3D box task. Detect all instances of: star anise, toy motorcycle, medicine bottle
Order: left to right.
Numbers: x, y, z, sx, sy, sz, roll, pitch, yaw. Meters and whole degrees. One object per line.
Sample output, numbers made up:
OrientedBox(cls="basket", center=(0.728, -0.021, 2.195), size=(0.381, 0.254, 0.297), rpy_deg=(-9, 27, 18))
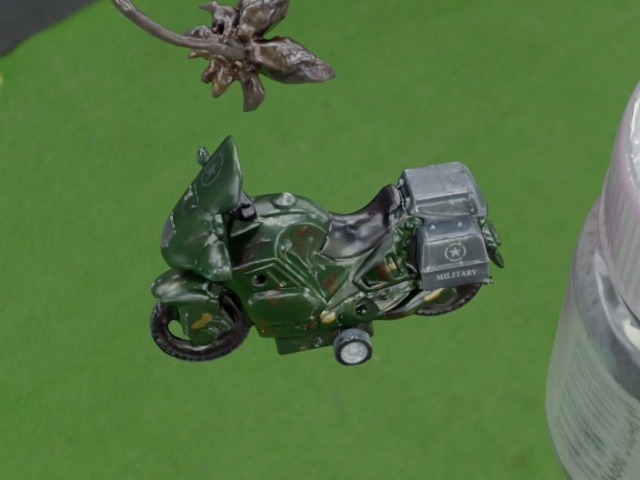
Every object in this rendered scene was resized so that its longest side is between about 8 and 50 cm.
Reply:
OrientedBox(cls="star anise", center=(-0.079, -0.194, 1.466), size=(0.218, 0.227, 0.148), rpy_deg=(15, 92, -4))
OrientedBox(cls="toy motorcycle", center=(0.000, 0.000, 1.264), size=(0.274, 0.187, 0.125), rpy_deg=(-10, 36, -4))
OrientedBox(cls="medicine bottle", center=(0.199, 0.031, 0.808), size=(0.165, 0.273, 0.165), rpy_deg=(0, 59, 0))
